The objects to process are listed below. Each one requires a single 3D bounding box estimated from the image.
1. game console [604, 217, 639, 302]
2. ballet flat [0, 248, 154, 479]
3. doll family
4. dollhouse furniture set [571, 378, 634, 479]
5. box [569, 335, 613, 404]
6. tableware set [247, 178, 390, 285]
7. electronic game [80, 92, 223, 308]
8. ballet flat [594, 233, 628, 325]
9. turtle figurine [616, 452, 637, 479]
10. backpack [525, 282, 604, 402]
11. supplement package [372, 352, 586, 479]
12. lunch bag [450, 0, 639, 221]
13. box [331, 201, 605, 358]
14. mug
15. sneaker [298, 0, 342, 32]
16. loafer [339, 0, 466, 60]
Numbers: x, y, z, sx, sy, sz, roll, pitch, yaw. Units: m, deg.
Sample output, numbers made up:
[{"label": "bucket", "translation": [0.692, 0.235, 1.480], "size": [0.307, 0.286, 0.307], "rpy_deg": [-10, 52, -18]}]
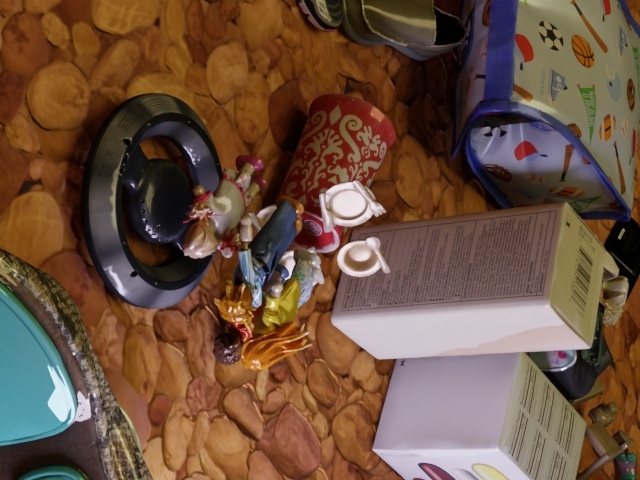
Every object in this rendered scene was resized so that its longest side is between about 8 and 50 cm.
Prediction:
[{"label": "game console", "translation": [0.545, 0.031, 2.454], "size": [0.107, 0.071, 0.122], "rpy_deg": [42, 46, -4]}, {"label": "ballet flat", "translation": [-0.248, 0.163, 1.265], "size": [0.182, 0.164, 0.483], "rpy_deg": [-78, 152, -57]}, {"label": "doll family", "translation": [-0.063, 0.043, 1.486], "size": [0.163, 0.118, 0.263], "rpy_deg": [-58, 149, -38]}, {"label": "dollhouse furniture set", "translation": [0.406, 0.308, 2.212], "size": [0.144, 0.123, 0.151], "rpy_deg": [-9, 57, -54]}, {"label": "box", "translation": [0.355, 0.153, 2.113], "size": [0.232, 0.059, 0.183], "rpy_deg": [-29, 96, -52]}, {"label": "tableware set", "translation": [0.000, 0.000, 1.592], "size": [0.020, 0.168, 0.141], "rpy_deg": [-90, 162, -52]}, {"label": "electronic game", "translation": [-0.174, -0.042, 1.454], "size": [0.229, 0.048, 0.229], "rpy_deg": [-7, 99, -58]}, {"label": "ballet flat", "translation": [0.469, 0.068, 2.291], "size": [0.241, 0.077, 0.091], "rpy_deg": [47, 49, -40]}, {"label": "turtle figurine", "translation": [0.547, 0.484, 2.313], "size": [0.175, 0.118, 0.234], "rpy_deg": [12, 69, -10]}, {"label": "backpack", "translation": [0.275, 0.083, 1.903], "size": [0.191, 0.225, 0.254], "rpy_deg": [52, 43, -43]}, {"label": "supplement package", "translation": [0.213, 0.259, 1.814], "size": [0.203, 0.194, 0.149], "rpy_deg": [46, 50, -39]}, {"label": "lunch bag", "translation": [0.318, -0.242, 1.995], "size": [0.385, 0.238, 0.328], "rpy_deg": [40, 52, -56]}, {"label": "box", "translation": [0.181, 0.056, 1.700], "size": [0.121, 0.311, 0.148], "rpy_deg": [41, 54, -43]}, {"label": "mug", "translation": [0.021, -0.068, 1.675], "size": [0.150, 0.113, 0.169], "rpy_deg": [48, 52, -36]}, {"label": "sneaker", "translation": [0.008, -0.349, 1.723], "size": [0.063, 0.074, 0.171], "rpy_deg": [-17, 99, -53]}, {"label": "loafer", "translation": [0.113, -0.307, 1.848], "size": [0.251, 0.087, 0.094], "rpy_deg": [6, 80, -54]}]
